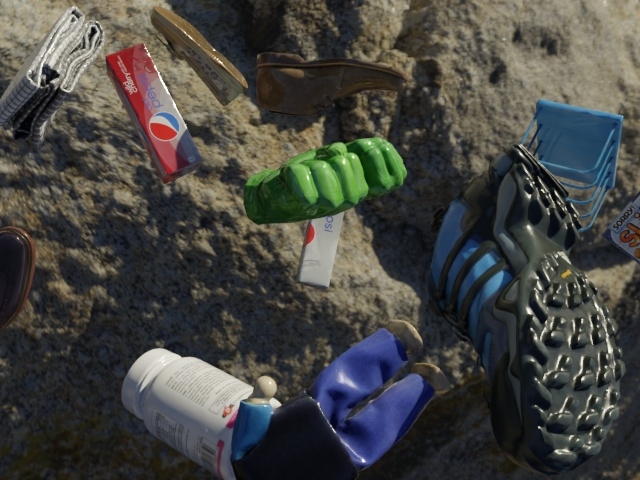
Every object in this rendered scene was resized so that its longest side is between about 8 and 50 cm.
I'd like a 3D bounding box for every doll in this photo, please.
[{"bbox_3d":[0.003,0.137,0.409,0.189,0.046,0.129,-34,93,-21],"label":"doll"}]

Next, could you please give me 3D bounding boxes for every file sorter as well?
[{"bbox_3d":[0.367,-0.106,0.922,0.104,0.118,0.170,-59,149,-18],"label":"file sorter"}]

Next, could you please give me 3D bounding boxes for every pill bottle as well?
[{"bbox_3d":[-0.221,0.313,1.139,0.160,0.283,0.160,-37,136,-45],"label":"pill bottle"}]

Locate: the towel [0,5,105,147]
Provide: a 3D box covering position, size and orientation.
[{"bbox_3d":[-0.625,-0.374,1.433,0.121,0.235,0.284,35,43,-31],"label":"towel"}]

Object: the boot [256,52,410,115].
[{"bbox_3d":[0.020,-0.293,1.201,0.112,0.305,0.115,6,90,-74],"label":"boot"}]

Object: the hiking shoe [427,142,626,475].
[{"bbox_3d":[0.154,0.057,0.512,0.113,0.132,0.304,35,40,-19],"label":"hiking shoe"}]

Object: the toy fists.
[{"bbox_3d":[0.022,-0.091,0.883,0.279,0.142,0.096,-22,106,-53],"label":"toy fists"}]

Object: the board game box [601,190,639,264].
[{"bbox_3d":[0.524,-0.042,0.878,0.035,0.136,0.201,-19,145,-48],"label":"board game box"}]

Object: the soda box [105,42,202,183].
[{"bbox_3d":[-0.338,-0.254,1.251,0.083,0.092,0.263,-28,92,-19],"label":"soda box"}]

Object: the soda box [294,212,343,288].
[{"bbox_3d":[0.000,0.000,1.884,0.098,0.091,0.286,14,81,-8],"label":"soda box"}]

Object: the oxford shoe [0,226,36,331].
[{"bbox_3d":[-0.484,0.103,0.840,0.096,0.098,0.271,29,86,-4],"label":"oxford shoe"}]

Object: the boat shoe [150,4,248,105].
[{"bbox_3d":[-0.303,-0.438,1.484,0.089,0.105,0.285,-40,119,18],"label":"boat shoe"}]
